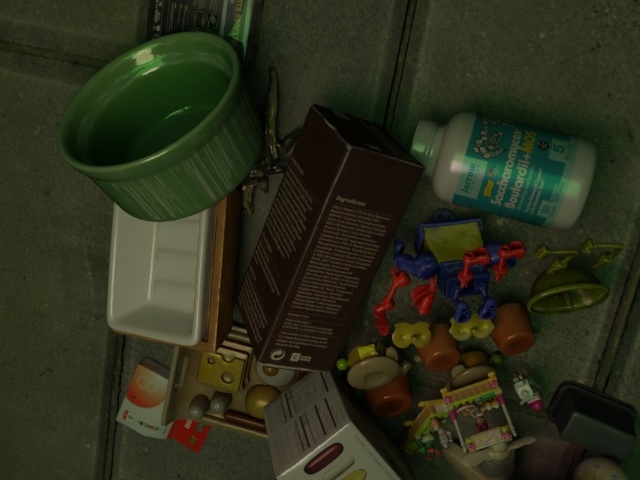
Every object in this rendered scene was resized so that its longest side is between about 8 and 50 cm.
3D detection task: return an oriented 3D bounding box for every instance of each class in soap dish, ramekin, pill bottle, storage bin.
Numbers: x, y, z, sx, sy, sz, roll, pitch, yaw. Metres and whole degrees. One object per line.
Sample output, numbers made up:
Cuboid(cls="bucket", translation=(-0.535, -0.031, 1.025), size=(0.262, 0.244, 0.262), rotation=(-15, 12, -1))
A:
Cuboid(cls="soap dish", translation=(-0.249, 0.031, 1.174), size=(0.229, 0.118, 0.290), rotation=(6, 93, 28))
Cuboid(cls="ramekin", translation=(-0.238, -0.174, 1.065), size=(0.304, 0.303, 0.148), rotation=(-10, 140, 16))
Cuboid(cls="pill bottle", translation=(0.270, -0.113, 1.037), size=(0.264, 0.146, 0.146), rotation=(15, 106, 10))
Cuboid(cls="storage bin", translation=(0.451, 0.312, 1.125), size=(0.135, 0.091, 0.098), rotation=(23, 108, 8))

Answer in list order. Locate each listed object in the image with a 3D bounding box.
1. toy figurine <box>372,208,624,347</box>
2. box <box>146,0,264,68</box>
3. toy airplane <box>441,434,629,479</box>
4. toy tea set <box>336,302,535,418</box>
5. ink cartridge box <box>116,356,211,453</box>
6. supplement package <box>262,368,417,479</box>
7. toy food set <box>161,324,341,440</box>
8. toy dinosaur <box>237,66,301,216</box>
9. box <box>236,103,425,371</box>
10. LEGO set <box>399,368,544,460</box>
Cuboid(cls="toy figurine", translation=(0.245, 0.009, 1.055), size=(0.363, 0.217, 0.191), rotation=(-8, 135, -4))
Cuboid(cls="box", translation=(-0.186, -0.417, 1.125), size=(0.183, 0.056, 0.230), rotation=(12, 106, 10))
Cuboid(cls="toy airplane", translation=(0.402, 0.472, 1.070), size=(0.386, 0.384, 0.272), rotation=(37, 83, -7))
Cuboid(cls="toy tea set", translation=(0.194, 0.183, 1.149), size=(0.336, 0.124, 0.200), rotation=(-13, 136, -1))
Cuboid(cls="ink cartridge box", translation=(-0.303, 0.337, 1.343), size=(0.179, 0.045, 0.145), rotation=(28, 109, 9))
Cuboid(cls="supplement package", translation=(0.045, 0.375, 1.131), size=(0.145, 0.204, 0.262), rotation=(-38, 110, 2))
Cuboid(cls="toy food set", translation=(-0.131, 0.285, 1.251), size=(0.306, 0.092, 0.219), rotation=(14, 107, 4))
Cuboid(cls="toy dinosaur", translation=(-0.079, -0.151, 1.163), size=(0.118, 0.064, 0.268), rotation=(22, 104, 15))
Cuboid(cls="box", translation=(0.000, 0.000, 1.081), size=(0.143, 0.191, 0.381), rotation=(11, 115, -24))
Cuboid(cls="LEGO set", translation=(0.233, 0.317, 1.126), size=(0.287, 0.132, 0.107), rotation=(-36, 50, 27))
